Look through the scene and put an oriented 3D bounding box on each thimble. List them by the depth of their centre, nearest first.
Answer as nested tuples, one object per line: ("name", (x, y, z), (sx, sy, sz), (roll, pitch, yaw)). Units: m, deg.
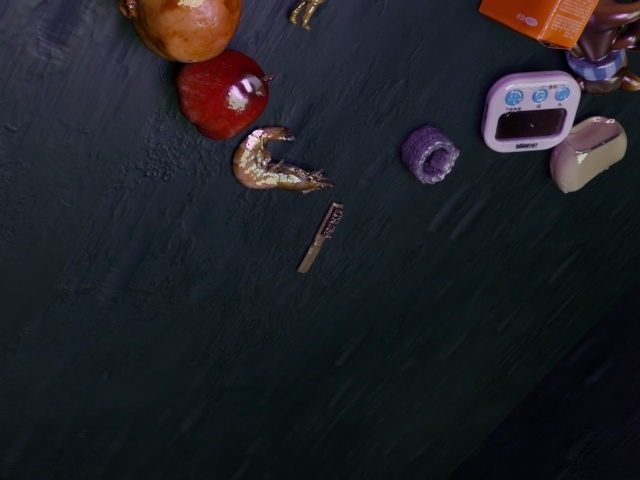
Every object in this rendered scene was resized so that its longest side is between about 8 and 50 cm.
("thimble", (0.304, -0.238, 1.634), (0.150, 0.098, 0.150), (-17, 133, -18))

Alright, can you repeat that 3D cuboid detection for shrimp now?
("shrimp", (-0.076, -0.199, 1.463), (0.296, 0.058, 0.169), (3, 122, -30))

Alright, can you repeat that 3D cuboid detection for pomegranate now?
("pomegranate", (-0.250, -0.427, 1.040), (0.215, 0.215, 0.215), (-17, 133, -19))

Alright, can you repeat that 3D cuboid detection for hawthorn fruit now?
("hawthorn fruit", (-0.188, -0.306, 1.187), (0.202, 0.185, 0.185), (-14, 140, 18))

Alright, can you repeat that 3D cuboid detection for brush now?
("brush", (0.000, 0.000, 1.689), (0.043, 0.036, 0.248), (12, 118, -34))

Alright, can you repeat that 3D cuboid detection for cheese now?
("cheese", (0.890, -0.285, 1.945), (0.266, 0.127, 0.233), (-30, 139, -3))

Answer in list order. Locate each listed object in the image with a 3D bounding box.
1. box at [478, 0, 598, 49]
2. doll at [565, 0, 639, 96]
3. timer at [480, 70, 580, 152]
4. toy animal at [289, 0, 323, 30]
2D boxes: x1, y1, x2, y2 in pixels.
("box", (0.548, -0.645, 1.349), (0.143, 0.225, 0.341), (1, 125, -34))
("doll", (0.774, -0.560, 1.609), (0.318, 0.209, 0.340), (-14, 140, 24))
("timer", (0.594, -0.370, 1.672), (0.262, 0.087, 0.237), (-4, 134, -2))
("toy animal", (-0.050, -0.536, 1.189), (0.181, 0.073, 0.136), (34, 96, -32))
